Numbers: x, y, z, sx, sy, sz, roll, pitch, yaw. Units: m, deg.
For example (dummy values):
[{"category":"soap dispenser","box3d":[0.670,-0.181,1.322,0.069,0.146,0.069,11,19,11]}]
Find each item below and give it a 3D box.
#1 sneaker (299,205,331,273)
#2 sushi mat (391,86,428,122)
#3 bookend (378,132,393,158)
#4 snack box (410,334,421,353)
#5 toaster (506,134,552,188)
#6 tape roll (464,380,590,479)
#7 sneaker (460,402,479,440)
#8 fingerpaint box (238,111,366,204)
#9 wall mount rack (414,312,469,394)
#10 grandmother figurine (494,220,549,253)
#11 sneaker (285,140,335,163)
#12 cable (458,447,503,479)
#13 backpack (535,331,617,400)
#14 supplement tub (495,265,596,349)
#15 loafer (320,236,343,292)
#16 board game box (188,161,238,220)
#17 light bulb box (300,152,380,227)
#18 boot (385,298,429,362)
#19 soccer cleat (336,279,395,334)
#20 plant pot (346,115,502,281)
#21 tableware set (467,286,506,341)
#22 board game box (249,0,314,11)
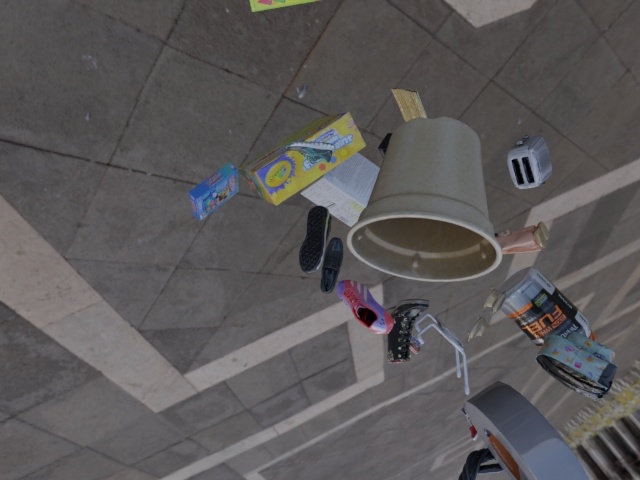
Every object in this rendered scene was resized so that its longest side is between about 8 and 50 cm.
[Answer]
[{"category":"sneaker","box3d":[0.000,0.000,1.429,0.097,0.084,0.234,32,67,-58]},{"category":"sushi mat","box3d":[0.380,-0.457,1.710,0.019,0.151,0.316,-40,126,-6]},{"category":"bookend","box3d":[0.304,-0.286,1.514,0.072,0.156,0.157,-57,137,-14]},{"category":"snack box","box3d":[0.356,0.410,1.895,0.022,0.178,0.064,-55,174,36]},{"category":"toaster","box3d":[0.838,-0.303,1.763,0.146,0.129,0.226,-35,111,-38]},{"category":"tape roll","box3d":[0.346,0.354,0.747,0.072,0.219,0.219,-31,144,-5]},{"category":"sneaker","box3d":[0.431,0.510,1.253,0.118,0.067,0.042,-39,164,-56]},{"category":"fingerpaint box","box3d":[-0.090,-0.345,1.844,0.445,0.371,0.163,-35,111,-12]},{"category":"wall mount rack","box3d":[0.529,0.452,1.821,0.130,0.304,0.350,-45,175,8]},{"category":"grandmother figurine","box3d":[0.675,0.023,1.680,0.343,0.103,0.208,-19,-174,43]},{"category":"sneaker","box3d":[-0.035,-0.295,1.479,0.167,0.065,0.076,2,106,-10]},{"category":"cable","box3d":[0.350,0.485,0.823,0.150,0.185,0.047,-53,161,-28]},{"category":"backpack","box3d":[0.729,0.347,1.259,0.144,0.189,0.166,-59,148,-16]},{"category":"supplement tub","box3d":[0.845,0.280,1.659,0.207,0.338,0.207,-43,172,-7]},{"category":"loafer","box3d":[0.046,0.098,1.702,0.076,0.078,0.223,12,90,-1]},{"category":"board game box","box3d":[-0.413,-0.191,1.719,0.210,0.047,0.160,-43,165,-27]},{"category":"light bulb box","box3d":[0.143,-0.265,2.235,0.361,0.358,0.225,32,74,-14]},{"category":"boot","box3d":[0.277,0.291,1.404,0.085,0.178,0.236,10,155,-18]},{"category":"soccer cleat","box3d":[0.113,0.183,1.267,0.095,0.248,0.083,20,105,-42]},{"category":"plant pot","box3d":[0.252,-0.107,1.029,0.334,0.305,0.333,11,156,5]},{"category":"tableware set","box3d":[0.429,0.192,1.135,0.168,0.020,0.141,-58,146,0]},{"category":"board game box","box3d":[-0.089,-0.629,1.076,0.182,0.043,0.092,-5,127,9]}]
